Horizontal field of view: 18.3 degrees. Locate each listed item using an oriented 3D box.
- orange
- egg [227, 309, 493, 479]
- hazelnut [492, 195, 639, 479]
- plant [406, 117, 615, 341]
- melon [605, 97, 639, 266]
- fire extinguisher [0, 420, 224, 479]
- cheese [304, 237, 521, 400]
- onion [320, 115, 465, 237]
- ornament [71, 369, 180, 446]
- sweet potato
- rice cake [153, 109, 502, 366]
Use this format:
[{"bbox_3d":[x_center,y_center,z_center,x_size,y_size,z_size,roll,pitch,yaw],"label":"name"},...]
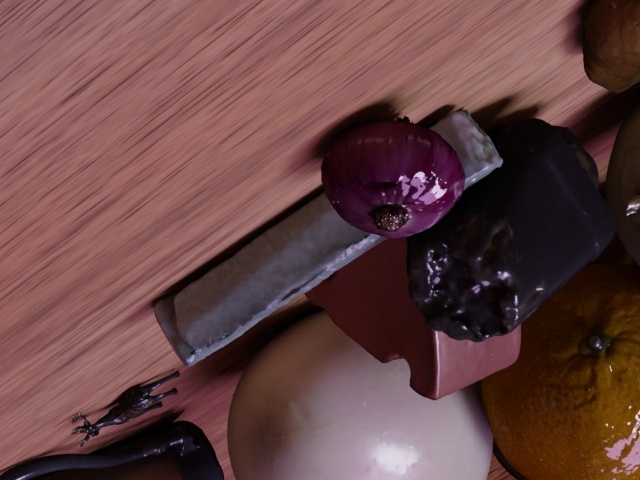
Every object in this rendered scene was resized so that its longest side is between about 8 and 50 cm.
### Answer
[{"bbox_3d":[0.289,0.146,2.056,0.264,0.264,0.264,-28,168,-7],"label":"orange"},{"bbox_3d":[0.039,0.207,2.124,0.283,0.283,0.345,-32,162,11],"label":"egg"},{"bbox_3d":[0.371,0.128,2.397,0.402,0.402,0.429,-27,161,-11],"label":"hazelnut"},{"bbox_3d":[0.161,-0.019,1.745,0.164,0.142,0.256,-25,-165,33],"label":"plant"},{"bbox_3d":[0.425,-0.055,1.971,0.330,0.268,0.268,-9,158,-40],"label":"melon"},{"bbox_3d":[-0.283,0.285,2.182,0.376,0.113,0.200,-22,124,-36],"label":"fire extinguisher"},{"bbox_3d":[0.101,0.061,1.907,0.128,0.177,0.203,-21,165,-34],"label":"cheese"},{"bbox_3d":[0.057,-0.055,1.555,0.115,0.115,0.104,-46,-156,53],"label":"onion"},{"bbox_3d":[-0.202,0.172,2.021,0.125,0.028,0.073,-20,166,-43],"label":"ornament"},{"bbox_3d":[0.253,-0.162,1.638,0.081,0.062,0.233,-32,171,5],"label":"sweet potato"},{"bbox_3d":[0.000,0.000,1.691,0.336,0.066,0.063,-32,168,15],"label":"rice cake"}]
